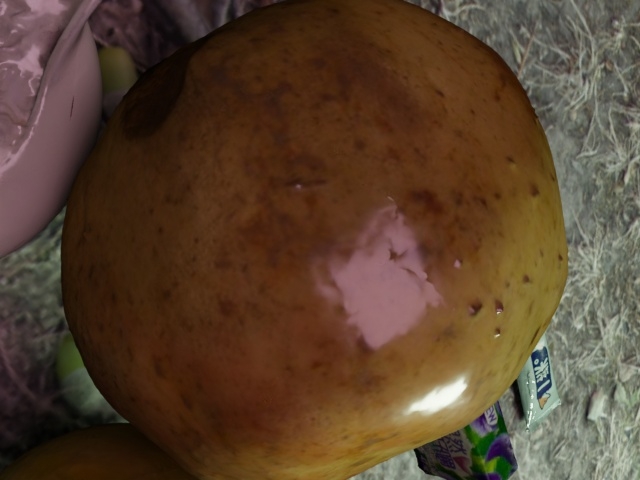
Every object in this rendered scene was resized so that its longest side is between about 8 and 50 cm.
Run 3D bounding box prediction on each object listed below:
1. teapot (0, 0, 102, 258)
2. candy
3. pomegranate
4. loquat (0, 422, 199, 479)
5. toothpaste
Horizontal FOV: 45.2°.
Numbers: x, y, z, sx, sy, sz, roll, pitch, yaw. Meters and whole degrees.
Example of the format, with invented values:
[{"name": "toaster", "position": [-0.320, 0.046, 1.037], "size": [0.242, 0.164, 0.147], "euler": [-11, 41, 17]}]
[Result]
[{"name": "teapot", "position": [-0.216, -0.070, 0.388], "size": [0.204, 0.139, 0.298], "euler": [44, 70, -32]}, {"name": "candy", "position": [0.084, 0.067, 0.640], "size": [0.061, 0.088, 0.312], "euler": [-30, 111, -32]}, {"name": "pomegranate", "position": [0.000, 0.000, 0.437], "size": [0.281, 0.281, 0.281], "euler": [-4, 97, -34]}, {"name": "loquat", "position": [-0.108, 0.205, 0.451], "size": [0.213, 0.213, 0.213], "euler": [-4, 97, -34]}, {"name": "toothpaste", "position": [0.204, 0.096, 0.761], "size": [0.056, 0.036, 0.205], "euler": [-30, 115, -28]}]
